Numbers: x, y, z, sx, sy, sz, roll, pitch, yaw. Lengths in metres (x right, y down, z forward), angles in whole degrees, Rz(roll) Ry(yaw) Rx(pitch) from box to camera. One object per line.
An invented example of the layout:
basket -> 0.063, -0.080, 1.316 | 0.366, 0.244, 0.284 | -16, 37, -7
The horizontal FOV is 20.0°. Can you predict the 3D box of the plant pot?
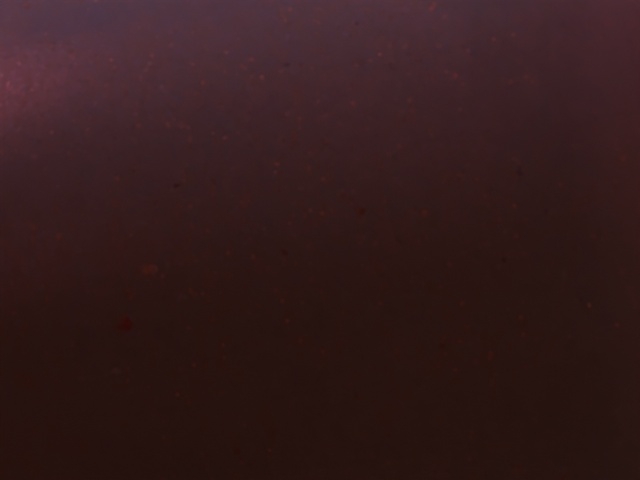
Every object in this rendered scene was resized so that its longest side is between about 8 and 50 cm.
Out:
plant pot -> -0.037, 0.012, 0.470 | 0.293, 0.235, 0.293 | -9, 90, -85
